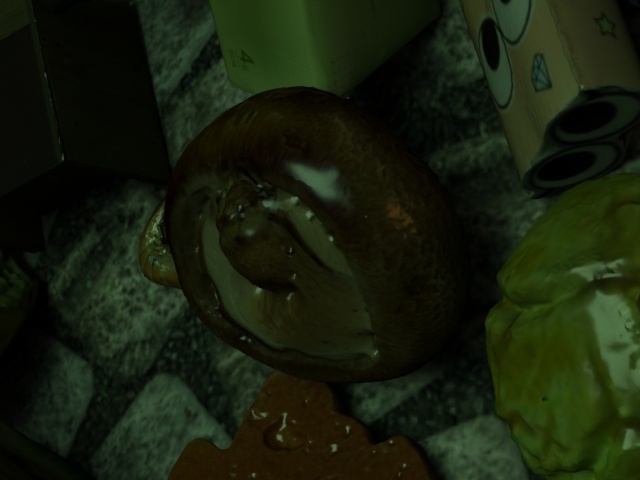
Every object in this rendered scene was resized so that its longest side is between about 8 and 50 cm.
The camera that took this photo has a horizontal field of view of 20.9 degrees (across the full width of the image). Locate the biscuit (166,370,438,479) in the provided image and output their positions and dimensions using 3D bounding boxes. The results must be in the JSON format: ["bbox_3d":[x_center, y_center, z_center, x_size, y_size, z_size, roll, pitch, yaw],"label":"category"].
[{"bbox_3d":[-0.053,0.239,1.311,0.306,0.043,0.284,-25,50,2],"label":"biscuit"}]

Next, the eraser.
[{"bbox_3d":[0.149,-0.195,1.269,0.171,0.087,0.290,107,151,-63],"label":"eraser"}]

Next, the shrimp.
[{"bbox_3d":[-0.111,0.006,1.489,0.127,0.025,0.091,32,98,40],"label":"shrimp"}]

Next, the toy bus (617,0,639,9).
[{"bbox_3d":[0.251,-0.241,1.256,0.061,0.051,0.153,25,95,44],"label":"toy bus"}]

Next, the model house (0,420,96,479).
[{"bbox_3d":[-0.360,0.323,1.416,0.335,0.342,0.382,31,87,31],"label":"model house"}]

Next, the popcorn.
[{"bbox_3d":[0.202,0.067,1.144,0.204,0.184,0.221,161,111,-66],"label":"popcorn"}]

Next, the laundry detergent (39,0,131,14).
[{"bbox_3d":[-0.143,-0.262,1.476,0.226,0.070,0.099,-33,71,-13],"label":"laundry detergent"}]

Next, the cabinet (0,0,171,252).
[{"bbox_3d":[-0.258,-0.125,1.555,0.175,0.148,0.215,-25,69,30],"label":"cabinet"}]

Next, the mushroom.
[{"bbox_3d":[0.000,0.000,1.290,0.253,0.253,0.153,8,42,38],"label":"mushroom"}]

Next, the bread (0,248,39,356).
[{"bbox_3d":[-0.391,0.100,1.577,0.252,0.196,0.238,-51,58,20],"label":"bread"}]

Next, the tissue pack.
[{"bbox_3d":[-0.008,-0.241,1.310,0.125,0.159,0.234,19,136,35],"label":"tissue pack"}]
